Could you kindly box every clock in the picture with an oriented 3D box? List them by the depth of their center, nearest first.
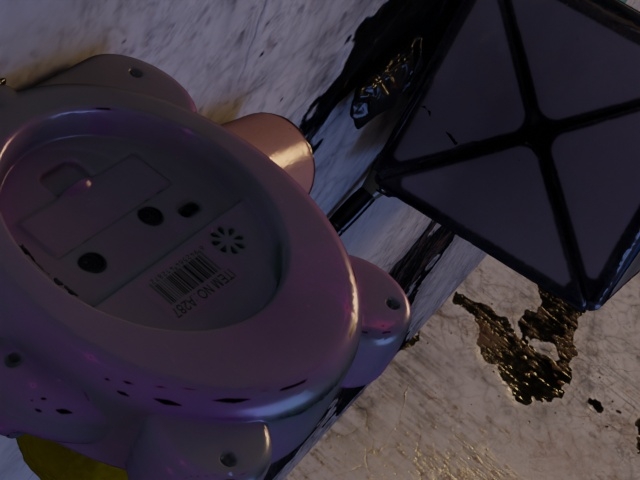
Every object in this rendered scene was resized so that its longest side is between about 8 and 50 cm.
[{"bbox_3d":[-0.093,0.019,0.653,0.227,0.248,0.090,-39,162,-44],"label":"clock"}]

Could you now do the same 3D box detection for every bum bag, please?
[{"bbox_3d":[0.064,-0.157,1.250,0.124,0.034,0.058,-43,157,-37],"label":"bum bag"}]

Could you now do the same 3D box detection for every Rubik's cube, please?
[{"bbox_3d":[0.283,-0.139,1.446,0.305,0.310,0.307,-63,165,18],"label":"Rubik's cube"}]

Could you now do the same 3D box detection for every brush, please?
[{"bbox_3d":[0.000,0.000,1.519,0.299,0.039,0.042,-45,164,-12],"label":"brush"}]

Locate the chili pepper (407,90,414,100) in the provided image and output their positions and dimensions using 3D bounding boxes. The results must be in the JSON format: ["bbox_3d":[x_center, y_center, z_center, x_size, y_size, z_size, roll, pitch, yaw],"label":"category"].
[{"bbox_3d":[0.109,-0.157,1.472,0.030,0.017,0.083,-49,166,-7],"label":"chili pepper"}]

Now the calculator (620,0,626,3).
[{"bbox_3d":[0.352,-0.277,1.957,0.386,0.054,0.256,-36,162,-39],"label":"calculator"}]

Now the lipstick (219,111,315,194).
[{"bbox_3d":[-0.113,-0.017,0.870,0.087,0.087,0.327,-57,167,29],"label":"lipstick"}]

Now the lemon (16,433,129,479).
[{"bbox_3d":[-0.146,0.122,0.957,0.180,0.180,0.193,-44,-177,-32],"label":"lemon"}]
